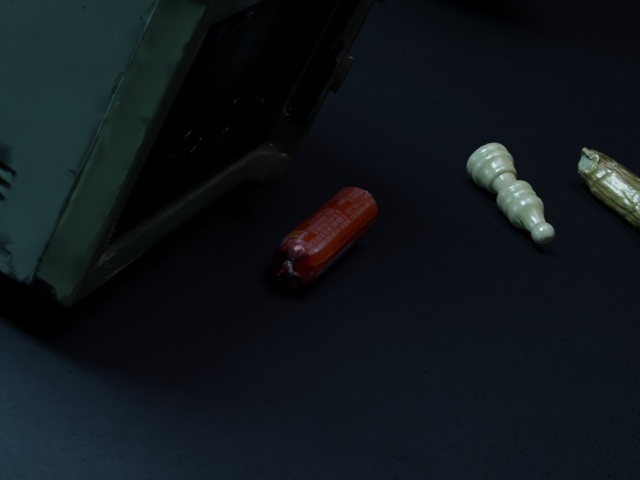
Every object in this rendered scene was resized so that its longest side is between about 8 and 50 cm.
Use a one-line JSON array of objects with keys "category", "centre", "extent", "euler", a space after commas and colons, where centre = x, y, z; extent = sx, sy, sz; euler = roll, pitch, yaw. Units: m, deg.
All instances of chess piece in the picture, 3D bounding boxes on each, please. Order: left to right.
[{"category": "chess piece", "centre": [0.143, -0.030, 1.333], "extent": [0.035, 0.035, 0.092], "euler": [7, 36, -37]}]

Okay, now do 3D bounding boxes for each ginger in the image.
[{"category": "ginger", "centre": [0.258, -0.025, 1.427], "extent": [0.057, 0.044, 0.137], "euler": [-21, 50, -36]}]

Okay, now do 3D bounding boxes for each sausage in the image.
[{"category": "sausage", "centre": [0.000, 0.000, 1.128], "extent": [0.034, 0.034, 0.129], "euler": [32, 26, 8]}]

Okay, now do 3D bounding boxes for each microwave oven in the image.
[{"category": "microwave oven", "centre": [-0.138, -0.146, 1.049], "extent": [0.286, 0.218, 0.355], "euler": [31, 26, 8]}]
